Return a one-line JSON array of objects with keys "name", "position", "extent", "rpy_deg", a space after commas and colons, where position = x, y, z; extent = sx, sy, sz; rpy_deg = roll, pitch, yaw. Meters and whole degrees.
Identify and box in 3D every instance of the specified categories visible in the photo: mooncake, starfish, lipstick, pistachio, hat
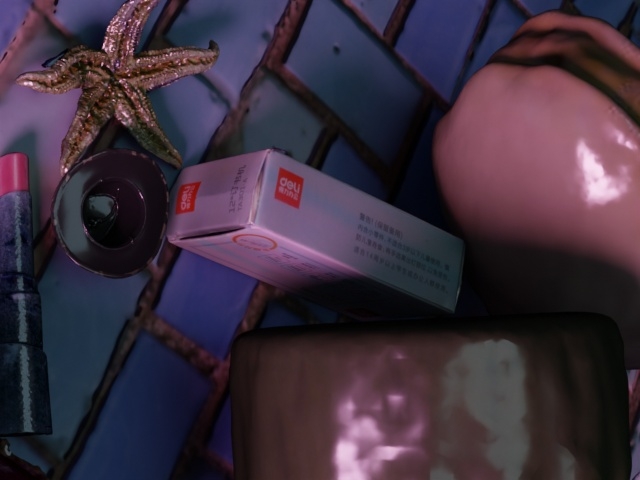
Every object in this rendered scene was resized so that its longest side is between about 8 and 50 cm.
[{"name": "mooncake", "position": [0.095, 0.163, 1.323], "extent": [0.356, 0.356, 0.194], "rpy_deg": [0, 87, -42]}, {"name": "starfish", "position": [-0.166, -0.129, 1.334], "extent": [0.208, 0.053, 0.176], "rpy_deg": [-40, 122, -25]}, {"name": "lipstick", "position": [-0.250, 0.043, 1.233], "extent": [0.053, 0.053, 0.234], "rpy_deg": [4, 79, -41]}, {"name": "pistachio", "position": [0.266, -0.035, 1.513], "extent": [0.281, 0.365, 0.445], "rpy_deg": [-39, 148, -19]}, {"name": "hat", "position": [-0.184, -0.023, 1.302], "extent": [0.121, 0.050, 0.121], "rpy_deg": [3, 85, -38]}]

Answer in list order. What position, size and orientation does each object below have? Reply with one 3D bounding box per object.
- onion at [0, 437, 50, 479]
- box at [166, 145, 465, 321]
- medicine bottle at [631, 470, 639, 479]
[{"name": "onion", "position": [-0.272, 0.277, 1.033], "extent": [0.282, 0.260, 0.336], "rpy_deg": [-39, 116, -29]}, {"name": "box", "position": [0.000, 0.000, 1.406], "extent": [0.269, 0.135, 0.079], "rpy_deg": [23, 69, -37]}, {"name": "medicine bottle", "position": [0.291, 0.309, 1.450], "extent": [0.108, 0.426, 0.108], "rpy_deg": [1, 64, -2]}]
